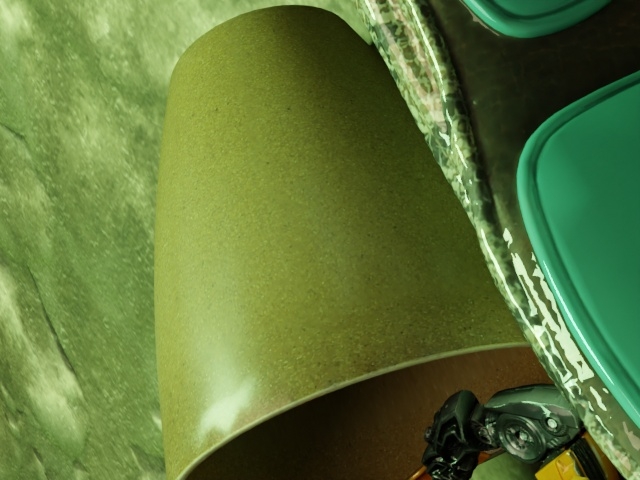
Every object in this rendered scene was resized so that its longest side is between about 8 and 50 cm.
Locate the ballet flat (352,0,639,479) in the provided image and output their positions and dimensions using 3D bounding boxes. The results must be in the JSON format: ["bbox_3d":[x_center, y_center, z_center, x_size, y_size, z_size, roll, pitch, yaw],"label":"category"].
[{"bbox_3d":[0.115,-0.058,0.576,0.182,0.164,0.483,86,158,-67],"label":"ballet flat"}]

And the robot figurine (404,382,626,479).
[{"bbox_3d":[0.117,0.178,0.663,0.211,0.085,0.291,47,140,7],"label":"robot figurine"}]

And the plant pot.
[{"bbox_3d":[0.000,0.000,0.721,0.237,0.237,0.254,123,134,-54],"label":"plant pot"}]
